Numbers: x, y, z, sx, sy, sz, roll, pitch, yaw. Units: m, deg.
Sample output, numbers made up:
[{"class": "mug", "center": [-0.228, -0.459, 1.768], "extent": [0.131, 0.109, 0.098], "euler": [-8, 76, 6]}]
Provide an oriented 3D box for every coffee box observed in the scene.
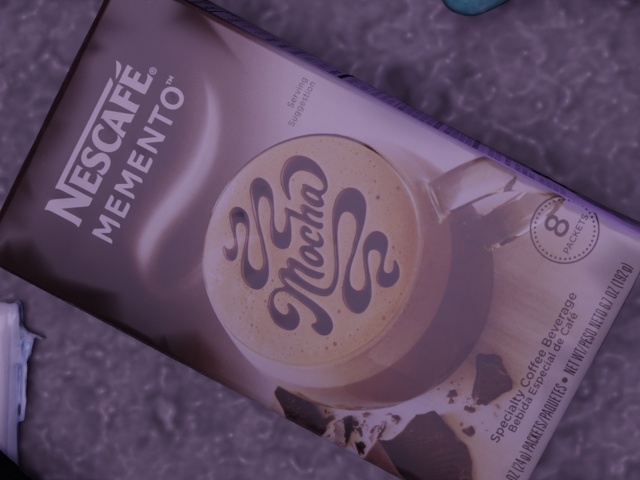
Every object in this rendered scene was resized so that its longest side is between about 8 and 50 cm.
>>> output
[{"class": "coffee box", "center": [0.000, 0.000, 0.964], "extent": [0.297, 0.119, 0.168], "euler": [27, 97, 3]}]

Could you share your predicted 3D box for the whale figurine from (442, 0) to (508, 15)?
[{"class": "whale figurine", "center": [0.186, -0.180, 0.920], "extent": [0.272, 0.141, 0.216], "euler": [-5, 95, 7]}]

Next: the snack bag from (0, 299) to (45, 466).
[{"class": "snack bag", "center": [-0.329, 0.191, 1.054], "extent": [0.343, 0.037, 0.323], "euler": [1, 94, 5]}]

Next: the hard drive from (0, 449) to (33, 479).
[{"class": "hard drive", "center": [-0.293, 0.165, 1.001], "extent": [0.339, 0.064, 0.237], "euler": [42, 94, -1]}]
